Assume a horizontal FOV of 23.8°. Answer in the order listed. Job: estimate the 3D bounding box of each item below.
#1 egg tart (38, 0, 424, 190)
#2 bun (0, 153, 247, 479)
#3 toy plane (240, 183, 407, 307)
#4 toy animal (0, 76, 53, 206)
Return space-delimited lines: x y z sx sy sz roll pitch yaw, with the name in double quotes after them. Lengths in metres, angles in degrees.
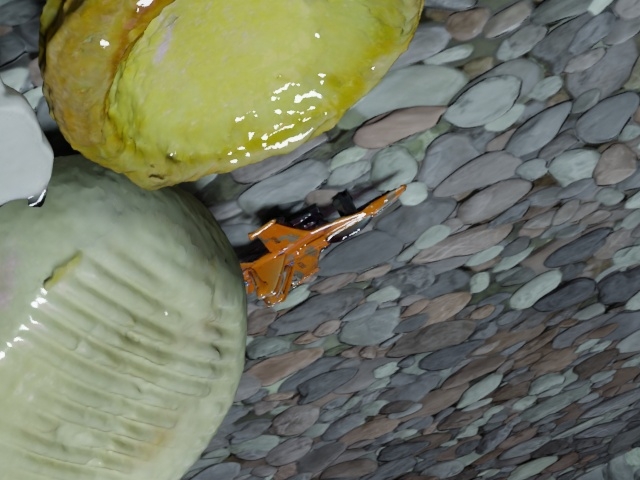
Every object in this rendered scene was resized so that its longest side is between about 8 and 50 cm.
-0.066 -0.160 1.023 0.294 0.123 0.294 -22 154 -12 "egg tart"
-0.224 0.078 1.239 0.361 0.213 0.361 -30 138 -31 "bun"
-0.005 -0.009 1.434 0.188 0.062 0.135 -40 152 2 "toy plane"
-0.294 -0.070 0.968 0.208 0.156 0.204 -29 152 -6 "toy animal"
